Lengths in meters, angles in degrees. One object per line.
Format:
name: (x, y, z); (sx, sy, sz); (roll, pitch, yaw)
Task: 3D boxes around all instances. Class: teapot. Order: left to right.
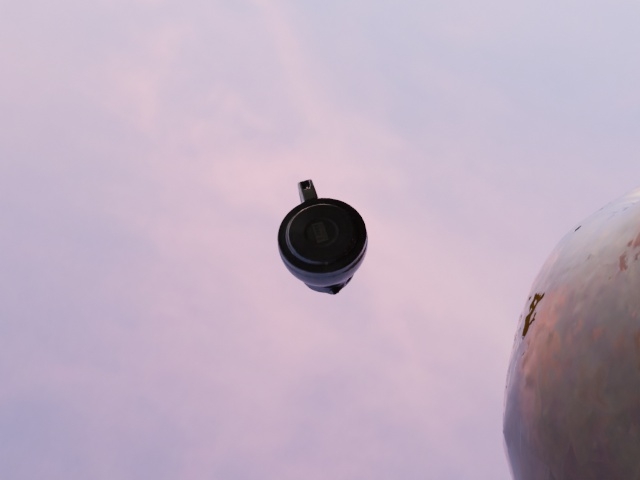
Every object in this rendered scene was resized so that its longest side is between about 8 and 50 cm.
teapot: (0.000, 0.000, 1.182); (0.066, 0.057, 0.088); (-15, -123, -4)

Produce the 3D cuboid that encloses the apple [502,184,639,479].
apple: (0.284, 0.078, 0.851); (0.333, 0.400, 0.400); (41, -134, 2)
